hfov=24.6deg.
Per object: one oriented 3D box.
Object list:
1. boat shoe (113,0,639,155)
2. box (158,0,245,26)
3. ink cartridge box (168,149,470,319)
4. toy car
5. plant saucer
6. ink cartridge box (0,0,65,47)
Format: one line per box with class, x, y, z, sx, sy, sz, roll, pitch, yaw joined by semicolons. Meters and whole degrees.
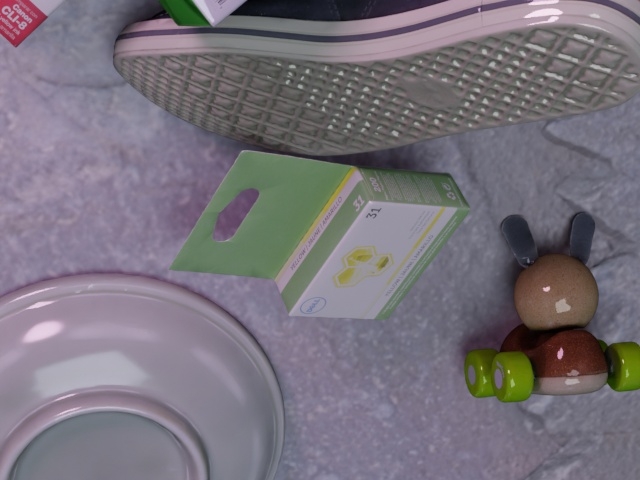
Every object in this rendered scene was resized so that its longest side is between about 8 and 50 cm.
boat shoe;0.046;-0.182;1.233;0.500;0.156;0.187;-4;150;33
box;-0.085;-0.331;1.091;0.231;0.127;0.262;-42;109;-9
ink cartridge box;0.000;0.000;1.373;0.235;0.056;0.171;3;137;-35
toy car;0.238;0.066;1.529;0.155;0.149;0.188;-3;89;-16
plant saucer;-0.226;0.228;1.496;0.400;0.100;0.400;-5;118;-10
ink cartridge box;-0.235;-0.278;1.212;0.176;0.128;0.127;-41;118;9
